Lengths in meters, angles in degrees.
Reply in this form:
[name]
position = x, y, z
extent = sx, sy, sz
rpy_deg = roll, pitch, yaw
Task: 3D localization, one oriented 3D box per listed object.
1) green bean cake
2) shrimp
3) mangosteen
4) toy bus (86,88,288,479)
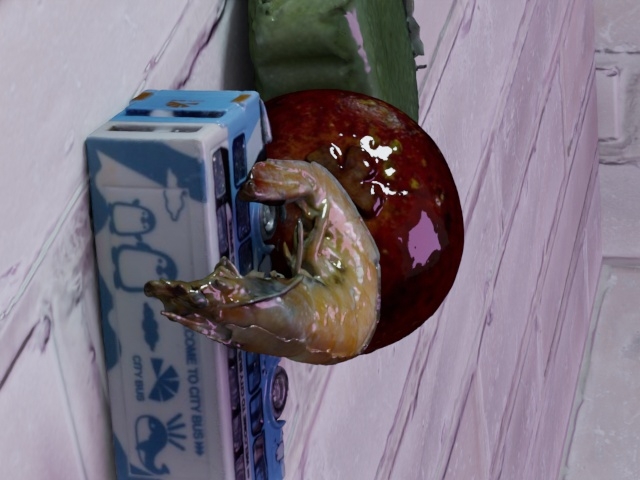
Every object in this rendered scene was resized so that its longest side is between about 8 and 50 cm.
[green bean cake]
position = 0.014, -0.161, 1.691
extent = 0.222, 0.125, 0.227
rpy_deg = -72, 158, -56
[shrimp]
position = -0.035, 0.014, 1.338
extent = 0.251, 0.052, 0.143
rpy_deg = 5, 77, -59
[mangosteen]
position = 0.000, 0.000, 1.563
extent = 0.257, 0.215, 0.215
rpy_deg = 111, -11, -67
[toy bus]
position = -0.090, 0.048, 1.398
extent = 0.131, 0.106, 0.297
rpy_deg = -41, 131, -65
